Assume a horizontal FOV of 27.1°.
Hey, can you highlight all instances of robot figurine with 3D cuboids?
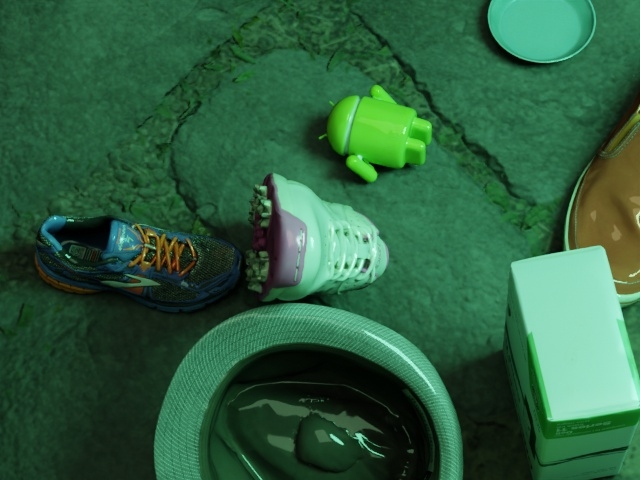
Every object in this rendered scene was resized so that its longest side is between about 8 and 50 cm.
[{"bbox_3d":[0.058,-0.115,1.399,0.115,0.067,0.101,14,70,10],"label":"robot figurine"}]

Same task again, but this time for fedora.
[{"bbox_3d":[-0.010,0.182,1.203,0.275,0.124,0.244,14,86,-4],"label":"fedora"}]

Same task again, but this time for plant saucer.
[{"bbox_3d":[0.246,-0.243,1.478,0.119,0.021,0.119,-1,63,2],"label":"plant saucer"}]

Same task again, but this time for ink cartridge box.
[{"bbox_3d":[0.223,0.121,1.197,0.086,0.208,0.153,-10,63,1],"label":"ink cartridge box"}]

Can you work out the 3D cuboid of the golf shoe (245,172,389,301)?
[{"bbox_3d":[0.000,0.000,1.228,0.140,0.306,0.115,6,93,-3],"label":"golf shoe"}]

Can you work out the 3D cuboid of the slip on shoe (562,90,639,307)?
[{"bbox_3d":[0.340,-0.081,1.350,0.123,0.101,0.331,26,69,13],"label":"slip on shoe"}]

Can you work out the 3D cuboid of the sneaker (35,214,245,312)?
[{"bbox_3d":[-0.186,0.018,1.334,0.221,0.087,0.083,3,64,4],"label":"sneaker"}]
